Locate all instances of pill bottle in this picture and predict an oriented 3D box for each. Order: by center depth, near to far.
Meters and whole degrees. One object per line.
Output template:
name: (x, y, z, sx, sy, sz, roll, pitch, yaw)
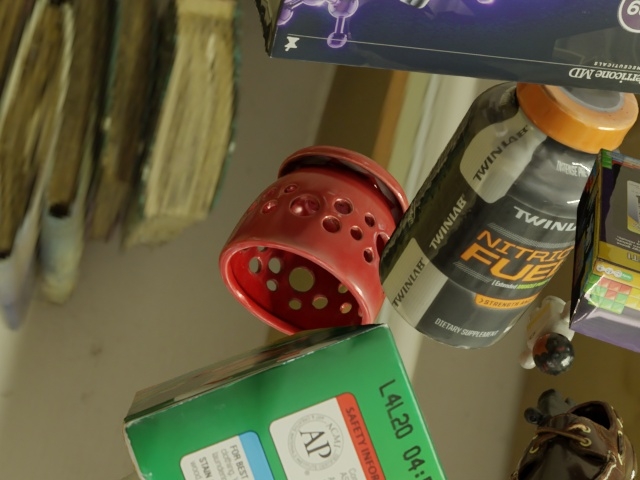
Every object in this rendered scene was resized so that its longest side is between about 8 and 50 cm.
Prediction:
pill bottle: (0.149, -0.035, 0.957, 0.130, 0.130, 0.246, -86, -163, -45)

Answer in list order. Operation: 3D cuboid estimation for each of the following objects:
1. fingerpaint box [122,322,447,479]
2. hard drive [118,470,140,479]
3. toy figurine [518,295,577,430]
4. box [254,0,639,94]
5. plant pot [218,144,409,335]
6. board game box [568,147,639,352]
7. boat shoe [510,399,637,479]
fingerpaint box: (0.023, 0.286, 0.804, 0.371, 0.163, 0.445, 144, -74, -81)
hard drive: (-0.242, 0.453, 1.437, 0.353, 0.233, 0.047, 61, -1, 46)
toy figurine: (0.343, 0.167, 1.435, 0.148, 0.213, 0.209, -71, 154, -66)
box: (0.105, -0.197, 0.730, 0.103, 0.261, 0.184, -104, -157, -43)
plant pot: (0.000, 0.000, 1.412, 0.174, 0.191, 0.191, -64, -176, -34)
board game box: (0.225, 0.021, 0.667, 0.141, 0.170, 0.048, -65, 172, -58)
boat shoe: (0.152, 0.142, 0.747, 0.207, 0.073, 0.073, -1, 82, -72)
